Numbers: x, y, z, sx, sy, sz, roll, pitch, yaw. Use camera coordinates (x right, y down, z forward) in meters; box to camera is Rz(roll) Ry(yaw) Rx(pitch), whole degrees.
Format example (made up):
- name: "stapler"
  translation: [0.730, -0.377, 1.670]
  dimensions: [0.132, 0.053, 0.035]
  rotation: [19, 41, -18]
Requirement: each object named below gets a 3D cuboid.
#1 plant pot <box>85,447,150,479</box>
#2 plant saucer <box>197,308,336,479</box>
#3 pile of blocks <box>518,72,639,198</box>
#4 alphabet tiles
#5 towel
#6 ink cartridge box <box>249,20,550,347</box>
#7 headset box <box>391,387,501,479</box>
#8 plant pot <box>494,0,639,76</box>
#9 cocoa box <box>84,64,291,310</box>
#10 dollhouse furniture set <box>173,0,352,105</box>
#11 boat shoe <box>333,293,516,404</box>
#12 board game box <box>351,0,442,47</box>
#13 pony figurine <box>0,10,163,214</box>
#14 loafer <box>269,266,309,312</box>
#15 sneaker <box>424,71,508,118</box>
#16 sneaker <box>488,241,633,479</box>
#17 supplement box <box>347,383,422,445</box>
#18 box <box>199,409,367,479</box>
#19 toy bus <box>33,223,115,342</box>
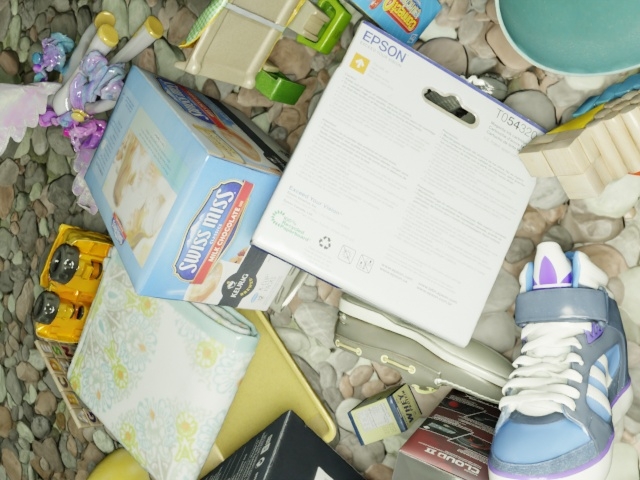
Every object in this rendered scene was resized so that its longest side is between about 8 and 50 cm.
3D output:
- name: "plant pot"
  translation: [-0.449, 0.528, 1.149]
  dimensions: [0.134, 0.095, 0.134]
  rotation: [1, 93, 28]
- name: "plant saucer"
  translation: [-0.159, 0.282, 0.998]
  dimensions: [0.332, 0.081, 0.333]
  rotation: [-42, 73, 22]
- name: "pile of blocks"
  translation: [0.443, -0.156, 0.665]
  dimensions: [0.362, 0.149, 0.113]
  rotation: [-25, 113, 33]
- name: "alphabet tiles"
  translation: [-0.507, 0.284, 1.125]
  dimensions: [0.009, 0.198, 0.237]
  rotation: [-34, 74, -5]
- name: "towel"
  translation: [-0.301, 0.214, 0.975]
  dimensions: [0.374, 0.090, 0.321]
  rotation: [30, 104, 30]
- name: "ink cartridge box"
  translation: [0.118, -0.071, 0.734]
  dimensions: [0.324, 0.071, 0.330]
  rotation: [27, 81, -11]
- name: "headset box"
  translation: [0.166, 0.352, 0.710]
  dimensions: [0.110, 0.293, 0.218]
  rotation: [15, 99, 26]
- name: "plant pot"
  translation: [0.338, -0.375, 0.632]
  dimensions: [0.290, 0.290, 0.195]
  rotation: [-21, 47, 27]
- name: "cocoa box"
  translation: [-0.198, -0.087, 0.862]
  dimensions: [0.347, 0.228, 0.231]
  rotation: [47, 113, 42]
- name: "dollhouse furniture set"
  translation: [-0.112, -0.347, 0.825]
  dimensions: [0.151, 0.301, 0.197]
  rotation: [43, 112, 17]
- name: "boat shoe"
  translation: [0.152, 0.175, 0.819]
  dimensions: [0.305, 0.109, 0.091]
  rotation: [22, 102, 31]
- name: "board game box"
  translation: [-0.002, -0.433, 0.766]
  dimensions: [0.308, 0.302, 0.086]
  rotation: [46, 111, 19]
- name: "pony figurine"
  translation: [-0.493, -0.276, 1.076]
  dimensions: [0.363, 0.303, 0.351]
  rotation: [-25, 48, 29]
- name: "loafer"
  translation: [0.000, 0.000, 0.896]
  dimensions: [0.319, 0.112, 0.111]
  rotation: [-44, 79, 28]
- name: "sneaker"
  translation: [0.167, -0.187, 0.816]
  dimensions: [0.234, 0.078, 0.106]
  rotation: [-1, 94, 31]
- name: "sneaker"
  translation: [0.267, 0.127, 0.637]
  dimensions: [0.130, 0.322, 0.236]
  rotation: [-15, 92, 45]
- name: "supplement box"
  translation: [0.103, 0.276, 0.858]
  dimensions: [0.083, 0.083, 0.056]
  rotation: [-29, 79, 26]
- name: "box"
  translation: [-0.094, 0.521, 0.847]
  dimensions: [0.293, 0.212, 0.395]
  rotation: [45, 112, -7]
- name: "toy bus"
  translation: [-0.520, 0.075, 1.130]
  dimensions: [0.211, 0.149, 0.220]
  rotation: [29, 96, 43]
